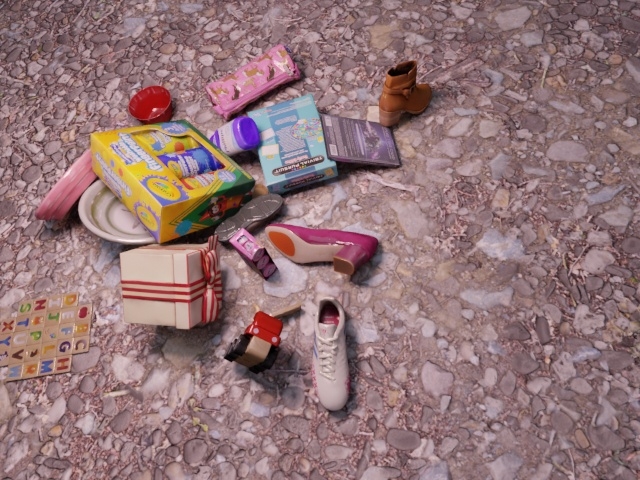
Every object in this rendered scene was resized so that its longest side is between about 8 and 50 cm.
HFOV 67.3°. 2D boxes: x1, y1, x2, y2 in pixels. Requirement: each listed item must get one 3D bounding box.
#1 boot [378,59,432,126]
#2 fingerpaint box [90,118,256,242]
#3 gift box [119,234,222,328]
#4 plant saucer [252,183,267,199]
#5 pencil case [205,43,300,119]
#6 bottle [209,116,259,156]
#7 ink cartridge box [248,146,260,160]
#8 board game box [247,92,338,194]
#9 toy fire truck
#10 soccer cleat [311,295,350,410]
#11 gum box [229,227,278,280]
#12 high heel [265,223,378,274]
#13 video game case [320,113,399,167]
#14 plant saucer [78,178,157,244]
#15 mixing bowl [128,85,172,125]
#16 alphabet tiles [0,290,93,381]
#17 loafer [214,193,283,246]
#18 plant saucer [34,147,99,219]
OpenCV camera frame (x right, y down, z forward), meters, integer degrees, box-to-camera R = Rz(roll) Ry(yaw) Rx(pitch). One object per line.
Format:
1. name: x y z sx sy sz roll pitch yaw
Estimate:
1. boot: 0.320 -0.566 1.754 0.283 0.220 0.109 -31 59 -21
2. fingerpaint box: -0.513 -0.231 1.673 0.371 0.163 0.445 -24 55 -41
3. gift box: -0.438 0.117 1.515 0.258 0.276 0.255 2 104 14
4. plant saucer: -0.233 -0.170 1.776 0.083 0.015 0.083 -4 63 8
5. pencil case: -0.274 -0.636 1.941 0.386 0.167 0.160 -32 98 -7
6. bottle: -0.337 -0.367 1.775 0.092 0.283 0.118 -22 100 -40
7. ink cartridge box: -0.131 -0.366 1.840 0.223 0.045 0.224 38 75 24
8. board game box: -0.104 -0.354 1.758 0.254 0.079 0.336 -16 65 1
9. toy fire truck: -0.155 0.265 1.446 0.158 0.217 0.246 28 62 -9
10. soccer cleat: 0.021 0.322 1.413 0.116 0.143 0.331 -6 63 7
11. gum box: -0.216 0.046 1.566 0.107 0.188 0.062 38 75 24
12. high heel: 0.000 0.000 1.626 0.377 0.127 0.181 24 41 24
13. video game case: 0.141 -0.359 1.731 0.274 0.026 0.196 4 59 -21
14. plant saucer: -0.638 -0.103 1.719 0.400 0.100 0.400 7 43 -6
15. mixing bowl: -0.686 -0.540 1.992 0.181 0.098 0.181 -4 64 8
16. alphabet tiles: -0.950 0.325 1.652 0.342 0.011 0.285 -10 62 4
17. loafer: -0.248 -0.071 1.697 0.267 0.084 0.096 -33 64 -11
18. plant saucer: -0.912 -0.197 1.781 0.084 0.332 0.332 39 70 -22
